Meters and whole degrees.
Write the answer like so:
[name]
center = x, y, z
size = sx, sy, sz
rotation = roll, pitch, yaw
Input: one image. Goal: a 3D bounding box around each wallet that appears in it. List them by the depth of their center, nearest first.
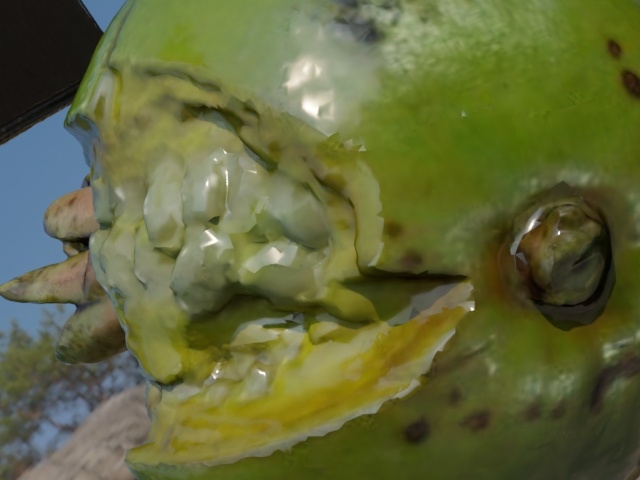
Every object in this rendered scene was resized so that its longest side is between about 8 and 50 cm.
[wallet]
center = -0.225, -0.121, 0.765
size = 0.044, 0.149, 0.250
rotation = -31, 11, 31

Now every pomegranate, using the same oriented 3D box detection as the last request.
[pomegranate]
center = 0.000, 0.000, 0.474
size = 0.236, 0.236, 0.302
rotation = -42, 21, -31
